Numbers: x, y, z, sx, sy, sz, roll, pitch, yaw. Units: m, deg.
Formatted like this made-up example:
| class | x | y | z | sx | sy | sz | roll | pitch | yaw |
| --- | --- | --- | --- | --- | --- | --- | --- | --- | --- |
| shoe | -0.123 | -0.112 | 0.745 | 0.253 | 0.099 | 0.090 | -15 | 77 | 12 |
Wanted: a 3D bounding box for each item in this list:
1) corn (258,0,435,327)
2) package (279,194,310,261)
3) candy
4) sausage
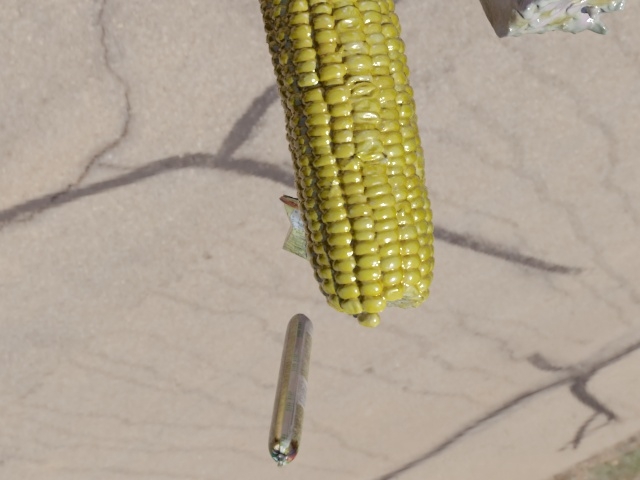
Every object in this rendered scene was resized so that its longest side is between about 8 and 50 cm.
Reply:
| class | x | y | z | sx | sy | sz | roll | pitch | yaw |
| --- | --- | --- | --- | --- | --- | --- | --- | --- | --- |
| corn | 0.016 | -0.071 | 0.528 | 0.080 | 0.238 | 0.080 | -12 | 176 | -1 |
| package | 0.000 | -0.001 | 1.153 | 0.108 | 0.031 | 0.121 | 24 | 149 | 15 |
| candy | 0.298 | -0.370 | 1.250 | 0.185 | 0.195 | 0.137 | -11 | 161 | -28 |
| sausage | -0.029 | 0.145 | 0.979 | 0.033 | 0.269 | 0.033 | 1 | 115 | 3 |
